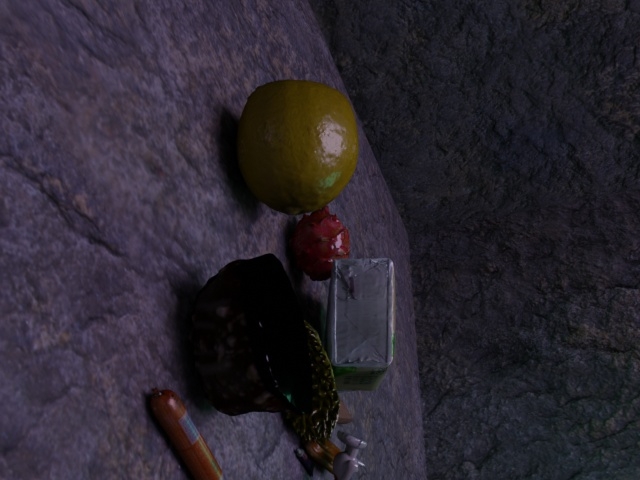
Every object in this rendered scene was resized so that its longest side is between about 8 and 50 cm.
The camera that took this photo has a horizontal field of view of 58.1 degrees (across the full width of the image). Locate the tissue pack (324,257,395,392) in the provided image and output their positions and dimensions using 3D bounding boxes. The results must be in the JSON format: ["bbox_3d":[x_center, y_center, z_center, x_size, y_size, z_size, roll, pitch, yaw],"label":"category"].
[{"bbox_3d":[0.115,0.274,1.791,0.405,0.205,0.331,95,-3,-66],"label":"tissue pack"}]

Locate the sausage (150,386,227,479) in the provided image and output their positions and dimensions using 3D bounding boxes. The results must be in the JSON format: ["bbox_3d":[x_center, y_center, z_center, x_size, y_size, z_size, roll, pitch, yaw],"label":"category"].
[{"bbox_3d":[-0.237,0.407,1.096,0.053,0.053,0.348,-71,145,-58],"label":"sausage"}]

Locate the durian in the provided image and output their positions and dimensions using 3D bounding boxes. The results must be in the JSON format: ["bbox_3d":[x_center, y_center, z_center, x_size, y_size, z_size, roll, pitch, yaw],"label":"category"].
[{"bbox_3d":[-0.025,0.369,1.613,0.198,0.163,0.394,32,40,-66],"label":"durian"}]

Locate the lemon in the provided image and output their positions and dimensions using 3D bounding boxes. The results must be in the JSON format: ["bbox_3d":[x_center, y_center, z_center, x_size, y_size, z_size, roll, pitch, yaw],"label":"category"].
[{"bbox_3d":[-0.062,-0.234,1.577,0.364,0.364,0.364,-12,90,-72],"label":"lemon"}]

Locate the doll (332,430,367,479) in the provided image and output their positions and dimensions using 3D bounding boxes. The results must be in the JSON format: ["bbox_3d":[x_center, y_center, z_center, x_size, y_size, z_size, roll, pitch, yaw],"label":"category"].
[{"bbox_3d":[0.044,0.668,1.558,0.208,0.144,0.271,-140,-107,-82],"label":"doll"}]

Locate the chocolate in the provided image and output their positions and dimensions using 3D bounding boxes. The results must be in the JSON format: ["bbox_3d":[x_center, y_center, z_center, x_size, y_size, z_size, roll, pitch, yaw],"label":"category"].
[{"bbox_3d":[-0.162,0.212,1.205,0.225,0.210,0.340,10,65,-67],"label":"chocolate"}]

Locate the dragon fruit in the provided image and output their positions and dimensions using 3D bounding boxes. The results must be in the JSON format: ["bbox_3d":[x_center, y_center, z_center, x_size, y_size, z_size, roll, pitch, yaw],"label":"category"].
[{"bbox_3d":[0.000,0.000,1.864,0.205,0.210,0.268,126,-31,-57],"label":"dragon fruit"}]

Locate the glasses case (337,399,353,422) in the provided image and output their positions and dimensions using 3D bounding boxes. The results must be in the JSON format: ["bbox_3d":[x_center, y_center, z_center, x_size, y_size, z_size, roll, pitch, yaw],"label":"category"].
[{"bbox_3d":[0.020,0.535,1.810,0.102,0.070,0.193,56,9,28],"label":"glasses case"}]

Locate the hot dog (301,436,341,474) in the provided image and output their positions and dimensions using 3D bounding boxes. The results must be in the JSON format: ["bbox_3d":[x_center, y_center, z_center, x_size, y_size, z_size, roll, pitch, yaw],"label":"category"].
[{"bbox_3d":[0.012,0.629,1.695,0.235,0.062,0.092,56,13,-39],"label":"hot dog"}]

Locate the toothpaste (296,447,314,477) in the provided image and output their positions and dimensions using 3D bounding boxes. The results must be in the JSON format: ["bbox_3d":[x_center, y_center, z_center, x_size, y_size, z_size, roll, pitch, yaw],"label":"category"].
[{"bbox_3d":[-0.041,0.620,1.618,0.037,0.021,0.140,-81,155,-45],"label":"toothpaste"}]
